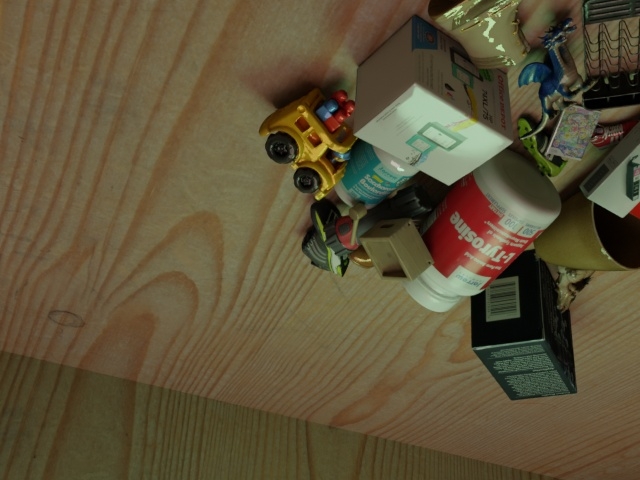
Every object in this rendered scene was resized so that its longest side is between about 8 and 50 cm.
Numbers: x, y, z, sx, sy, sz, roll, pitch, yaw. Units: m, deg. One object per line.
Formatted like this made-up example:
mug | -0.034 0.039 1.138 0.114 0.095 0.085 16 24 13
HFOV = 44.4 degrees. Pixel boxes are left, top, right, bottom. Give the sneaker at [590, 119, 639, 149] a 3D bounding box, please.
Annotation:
sneaker | 0.660 -0.249 1.780 0.067 0.042 0.118 24 145 -31

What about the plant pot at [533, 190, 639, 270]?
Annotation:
plant pot | 0.675 -0.021 1.994 0.237 0.237 0.254 22 159 -24

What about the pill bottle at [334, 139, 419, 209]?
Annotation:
pill bottle | 0.151 -0.190 1.851 0.146 0.146 0.264 22 144 -23

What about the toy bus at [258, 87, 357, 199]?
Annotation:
toy bus | 0.007 -0.234 1.773 0.211 0.149 0.220 -31 107 32

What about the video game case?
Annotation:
video game case | 0.572 -0.245 1.775 0.087 0.011 0.122 11 118 -9

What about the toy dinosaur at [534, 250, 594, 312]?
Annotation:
toy dinosaur | 0.739 0.059 2.182 0.295 0.127 0.200 -39 140 26

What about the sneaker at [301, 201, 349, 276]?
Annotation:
sneaker | 0.000 0.000 2.208 0.121 0.111 0.300 5 143 16

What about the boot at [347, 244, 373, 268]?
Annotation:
boot | 0.189 0.019 2.240 0.197 0.073 0.152 6 150 -23

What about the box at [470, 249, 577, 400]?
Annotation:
box | 0.608 0.264 2.344 0.212 0.294 0.395 -12 144 25

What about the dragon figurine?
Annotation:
dragon figurine | 0.469 -0.332 1.617 0.085 0.144 0.289 -32 168 -20

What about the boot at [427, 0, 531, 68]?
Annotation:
boot | 0.365 -0.436 1.491 0.262 0.095 0.203 -22 140 31

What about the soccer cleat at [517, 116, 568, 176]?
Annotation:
soccer cleat | 0.517 -0.227 1.828 0.179 0.072 0.060 52 169 -28

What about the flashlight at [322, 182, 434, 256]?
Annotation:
flashlight | 0.148 -0.054 2.007 0.304 0.103 0.103 -25 119 33

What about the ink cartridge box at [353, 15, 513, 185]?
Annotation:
ink cartridge box | 0.236 -0.285 1.647 0.270 0.198 0.197 24 142 -27

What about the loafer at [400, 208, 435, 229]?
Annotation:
loafer | 0.264 -0.064 2.095 0.251 0.094 0.087 7 136 -11

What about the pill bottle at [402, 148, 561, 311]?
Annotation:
pill bottle | 0.376 -0.013 1.933 0.229 0.229 0.408 21 129 -22

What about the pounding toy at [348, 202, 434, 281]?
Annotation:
pounding toy | 0.153 -0.013 1.901 0.181 0.094 0.206 -1 122 60

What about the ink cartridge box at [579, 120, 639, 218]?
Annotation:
ink cartridge box | 0.772 -0.164 1.790 0.239 0.060 0.275 24 120 -25

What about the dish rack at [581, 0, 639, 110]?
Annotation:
dish rack | 0.620 -0.383 1.554 0.208 0.074 0.271 -6 145 16
